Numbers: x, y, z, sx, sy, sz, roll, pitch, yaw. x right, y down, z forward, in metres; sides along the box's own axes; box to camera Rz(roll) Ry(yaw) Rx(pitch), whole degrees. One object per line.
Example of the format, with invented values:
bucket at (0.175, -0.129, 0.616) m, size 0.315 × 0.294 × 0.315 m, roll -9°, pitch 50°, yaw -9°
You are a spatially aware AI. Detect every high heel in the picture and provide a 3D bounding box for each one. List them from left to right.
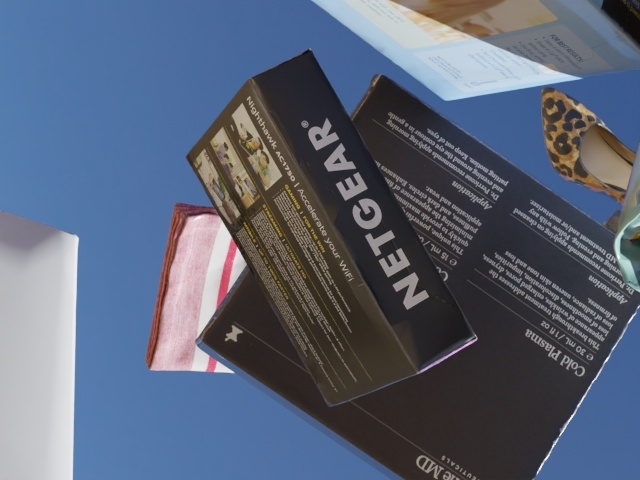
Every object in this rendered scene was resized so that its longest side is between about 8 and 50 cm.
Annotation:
high heel at (0.389, -0.095, 1.527) m, size 0.186 × 0.093 × 0.261 m, roll 2°, pitch -44°, yaw 54°

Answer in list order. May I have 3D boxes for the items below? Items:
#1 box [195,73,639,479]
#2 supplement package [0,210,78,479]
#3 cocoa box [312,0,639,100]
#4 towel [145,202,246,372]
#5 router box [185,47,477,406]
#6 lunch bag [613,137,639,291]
box at (0.100, 0.069, 1.244) m, size 0.343 × 0.312 × 0.179 m, roll 35°, pitch -10°, yaw -2°
supplement package at (-0.207, 0.093, 0.470) m, size 0.244 × 0.133 × 0.139 m, roll -39°, pitch -136°, yaw 39°
cocoa box at (0.111, -0.294, 1.002) m, size 0.231 × 0.347 × 0.228 m, roll -4°, pitch -113°, yaw 42°
towel at (-0.058, 0.078, 1.683) m, size 0.037 × 0.329 × 0.237 m, roll -127°, pitch -135°, yaw -63°
router box at (0.000, 0.000, 0.698) m, size 0.179 × 0.046 × 0.133 m, roll 60°, pitch -25°, yaw 2°
lunch bag at (0.327, -0.090, 0.945) m, size 0.262 × 0.160 × 0.223 m, roll 123°, pitch -14°, yaw -62°
